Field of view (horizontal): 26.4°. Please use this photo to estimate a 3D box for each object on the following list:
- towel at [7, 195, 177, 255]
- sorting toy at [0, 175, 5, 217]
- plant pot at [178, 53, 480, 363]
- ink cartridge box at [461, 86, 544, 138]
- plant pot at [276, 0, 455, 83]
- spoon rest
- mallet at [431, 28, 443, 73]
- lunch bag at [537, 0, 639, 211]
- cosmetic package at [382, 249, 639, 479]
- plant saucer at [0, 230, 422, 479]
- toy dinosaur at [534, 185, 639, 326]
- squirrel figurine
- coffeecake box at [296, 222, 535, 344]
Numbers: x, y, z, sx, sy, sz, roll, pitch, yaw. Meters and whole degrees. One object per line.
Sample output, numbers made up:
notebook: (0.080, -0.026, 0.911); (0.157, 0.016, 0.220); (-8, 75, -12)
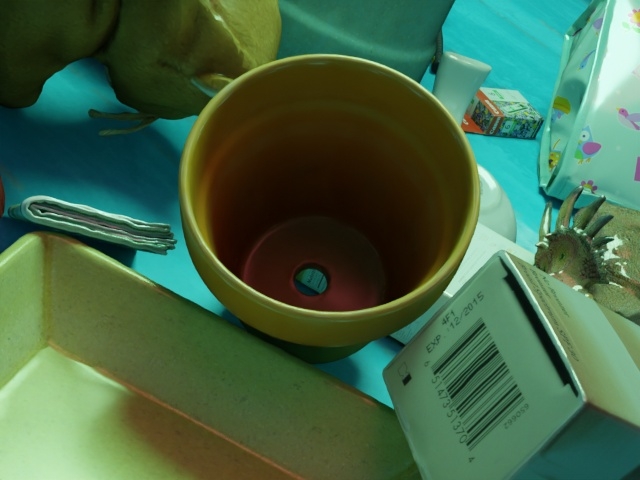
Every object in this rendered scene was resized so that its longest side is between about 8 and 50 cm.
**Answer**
towel: (-0.174, -0.014, 1.020); (0.113, 0.023, 0.152); (16, -3, -17)
sorting toy: (-0.394, -0.100, 0.979); (0.365, 0.126, 0.127); (8, 34, -27)
plant pot: (0.000, 0.000, 1.000); (0.205, 0.188, 0.205); (2, 64, -4)
ink cartridge box: (0.192, -0.148, 1.555); (0.115, 0.029, 0.063); (2, 37, -34)
plant pot: (0.034, -0.343, 1.406); (0.341, 0.334, 0.341); (26, 27, -14)
spoon rest: (0.133, -0.072, 1.370); (0.137, 0.084, 0.276); (18, 44, -9)
mallet: (0.147, -0.271, 1.684); (0.039, 0.062, 0.190); (17, 31, -10)
lunch bag: (0.367, -0.123, 1.509); (0.223, 0.160, 0.262); (20, 64, -8)
cosmetic package: (0.203, 0.144, 0.924); (0.296, 0.129, 0.153); (27, 25, -35)
plant saucer: (-0.114, 0.159, 0.815); (0.333, 0.081, 0.333); (28, 30, 6)
toy dinosaur: (0.257, 0.019, 1.208); (0.200, 0.127, 0.296); (29, 18, -4)
squirrel figurine: (-0.177, -0.246, 1.099); (0.370, 0.397, 0.281); (27, 47, -15)
coffeecake box: (0.077, 0.018, 1.177); (0.185, 0.068, 0.142); (31, 31, 11)
